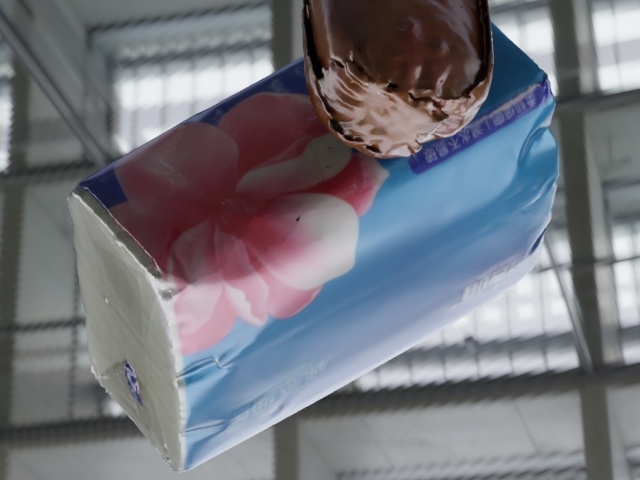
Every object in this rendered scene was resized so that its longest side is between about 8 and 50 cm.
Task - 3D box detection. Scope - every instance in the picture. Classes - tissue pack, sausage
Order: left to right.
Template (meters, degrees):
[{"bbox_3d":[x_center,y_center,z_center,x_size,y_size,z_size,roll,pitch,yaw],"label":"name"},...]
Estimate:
[{"bbox_3d":[0.000,0.000,1.143,0.270,0.209,0.137,-29,-120,-23],"label":"tissue pack"},{"bbox_3d":[0.037,-0.160,1.076,0.102,0.102,0.330,-10,-142,11],"label":"sausage"}]
